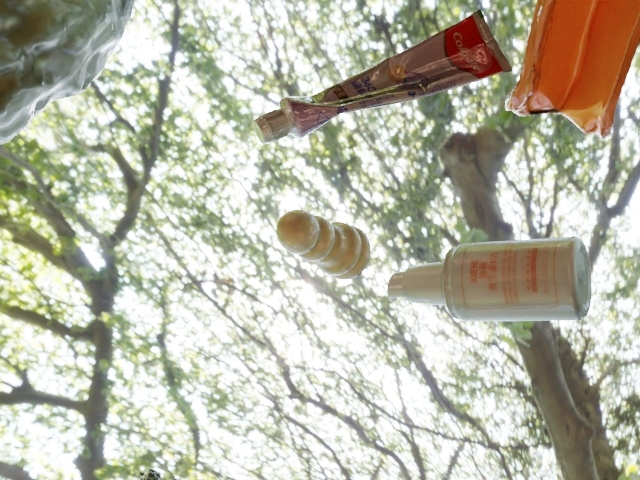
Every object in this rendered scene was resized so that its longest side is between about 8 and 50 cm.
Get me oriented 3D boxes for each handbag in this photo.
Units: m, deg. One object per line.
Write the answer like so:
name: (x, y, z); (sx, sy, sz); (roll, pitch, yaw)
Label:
handbag: (0.294, -0.329, 0.729); (0.116, 0.410, 0.303); (18, -128, 14)

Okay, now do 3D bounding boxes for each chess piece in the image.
chess piece: (0.000, 0.000, 1.198); (0.094, 0.170, 0.094); (-11, -111, 31)

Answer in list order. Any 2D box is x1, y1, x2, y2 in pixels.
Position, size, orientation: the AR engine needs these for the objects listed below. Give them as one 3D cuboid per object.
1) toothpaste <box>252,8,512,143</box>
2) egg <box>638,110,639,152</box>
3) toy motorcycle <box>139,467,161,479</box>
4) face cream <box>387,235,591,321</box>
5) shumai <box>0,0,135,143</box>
toothpaste: (0.068, -0.171, 0.842); (0.301, 0.048, 0.075); (-24, -122, -14)
egg: (0.394, -0.124, 0.624); (0.219, 0.295, 0.218); (8, -131, -9)
toy motorcycle: (-0.268, 0.381, 0.943); (0.080, 0.122, 0.215); (32, -78, -10)
face cream: (0.200, 0.052, 0.956); (0.252, 0.101, 0.101); (-4, -119, 30)
shumai: (-0.183, -0.162, 0.299); (0.225, 0.222, 0.261); (38, -136, 18)
